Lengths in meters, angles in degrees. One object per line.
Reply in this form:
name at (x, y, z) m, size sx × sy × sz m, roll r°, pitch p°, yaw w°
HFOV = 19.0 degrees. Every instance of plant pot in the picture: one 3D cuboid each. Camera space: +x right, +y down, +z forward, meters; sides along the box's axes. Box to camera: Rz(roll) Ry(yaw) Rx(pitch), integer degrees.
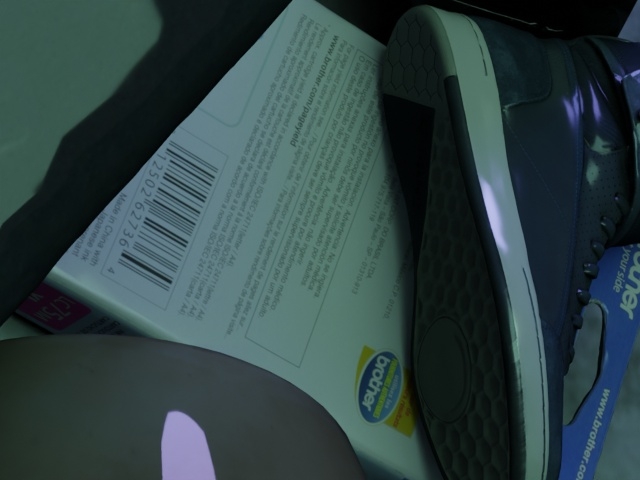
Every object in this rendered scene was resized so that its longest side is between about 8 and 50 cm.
plant pot at (-0.075, 0.196, 0.622) m, size 0.323 × 0.323 × 0.280 m, roll 19°, pitch 50°, yaw -24°

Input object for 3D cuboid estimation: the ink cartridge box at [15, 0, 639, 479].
ink cartridge box at (0.000, 0.000, 0.846) m, size 0.311 × 0.065 × 0.186 m, roll 30°, pitch 61°, yaw -16°

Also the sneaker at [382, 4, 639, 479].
sneaker at (0.120, 0.010, 0.825) m, size 0.163 × 0.086 × 0.226 m, roll 5°, pitch 69°, yaw -26°

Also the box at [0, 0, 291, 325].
box at (-0.290, -0.107, 0.470) m, size 0.480 × 0.297 × 0.472 m, roll 43°, pitch 67°, yaw -9°

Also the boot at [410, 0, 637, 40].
boot at (0.084, -0.335, 0.854) m, size 0.146 × 0.367 × 0.445 m, roll 2°, pitch 69°, yaw 14°
